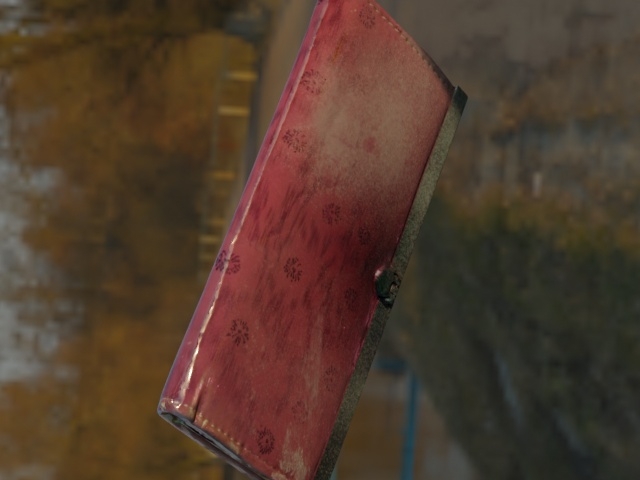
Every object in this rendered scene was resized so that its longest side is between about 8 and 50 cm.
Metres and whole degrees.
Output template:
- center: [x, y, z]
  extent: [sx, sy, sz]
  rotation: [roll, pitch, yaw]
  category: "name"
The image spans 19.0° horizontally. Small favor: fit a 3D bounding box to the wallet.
- center: [0.000, 0.000, 0.916]
  extent: [0.119, 0.025, 0.232]
  rotation: [40, -117, -44]
  category: "wallet"
